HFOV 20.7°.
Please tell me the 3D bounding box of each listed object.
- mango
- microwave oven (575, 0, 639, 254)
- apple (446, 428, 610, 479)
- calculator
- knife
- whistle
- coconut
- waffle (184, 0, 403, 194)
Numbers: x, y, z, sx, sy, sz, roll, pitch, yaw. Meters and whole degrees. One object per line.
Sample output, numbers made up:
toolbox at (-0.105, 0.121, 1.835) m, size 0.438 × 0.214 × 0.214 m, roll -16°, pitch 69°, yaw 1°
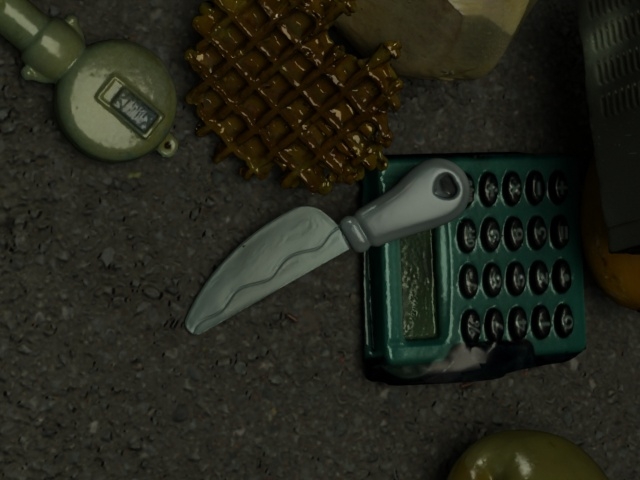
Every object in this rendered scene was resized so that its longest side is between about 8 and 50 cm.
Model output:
mango at (0.368, -0.056, 1.942) m, size 0.176 × 0.119 × 0.316 m, roll 24°, pitch 66°, yaw -31°
microwave oven at (0.512, -0.157, 1.852) m, size 0.432 × 0.236 × 0.374 m, roll 4°, pitch 76°, yaw -38°
apple at (0.224, 0.294, 1.857) m, size 0.200 × 0.200 × 0.200 m, roll 0°, pitch 89°, yaw -20°
calculator at (0.174, 0.027, 1.907) m, size 0.274 × 0.058 × 0.248 m, roll -2°, pitch 91°, yaw -21°
knife at (0.000, -0.002, 1.822) m, size 0.331 × 0.044 × 0.080 m, roll -24°, pitch 94°, yaw -2°
whistle at (-0.242, -0.171, 1.755) m, size 0.258 × 0.067 × 0.126 m, roll 40°, pitch 75°, yaw -13°
coconut at (0.120, -0.275, 1.818) m, size 0.237 × 0.197 × 0.236 m, roll 4°, pitch 81°, yaw -24°
waffle at (-0.027, -0.159, 1.779) m, size 0.229 × 0.051 × 0.231 m, roll 9°, pitch 115°, yaw 10°
